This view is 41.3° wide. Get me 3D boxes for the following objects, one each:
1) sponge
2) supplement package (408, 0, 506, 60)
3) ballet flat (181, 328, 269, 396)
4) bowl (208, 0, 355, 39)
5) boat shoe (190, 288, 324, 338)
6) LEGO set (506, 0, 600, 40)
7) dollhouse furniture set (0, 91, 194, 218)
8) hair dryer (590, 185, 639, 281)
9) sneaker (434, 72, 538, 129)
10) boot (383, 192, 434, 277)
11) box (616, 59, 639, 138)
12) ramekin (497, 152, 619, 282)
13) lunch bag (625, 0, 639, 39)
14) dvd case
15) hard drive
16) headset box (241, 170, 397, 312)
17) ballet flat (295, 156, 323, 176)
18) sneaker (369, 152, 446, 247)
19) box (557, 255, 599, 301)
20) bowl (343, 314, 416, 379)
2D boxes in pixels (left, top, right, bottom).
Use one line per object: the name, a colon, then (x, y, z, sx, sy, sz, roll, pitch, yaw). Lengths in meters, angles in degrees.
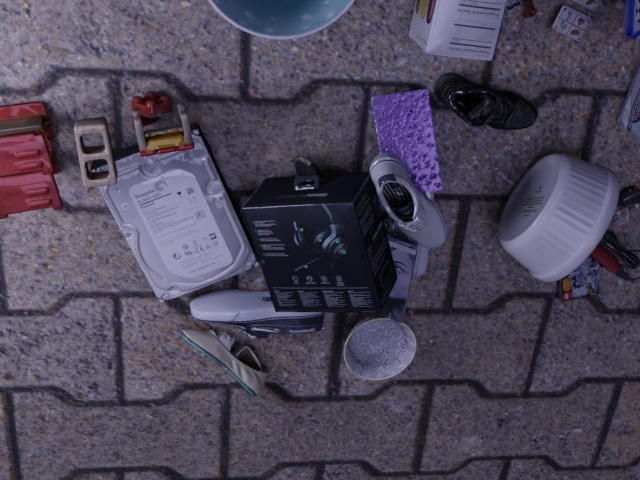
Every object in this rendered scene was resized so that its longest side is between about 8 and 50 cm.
sponge: (0.177, -0.197, 1.724, 0.117, 0.031, 0.210, -8, 100, 9)
supplement package: (0.266, -0.476, 1.581, 0.134, 0.139, 0.244, 4, 116, -12)
ballet flat: (-0.208, 0.257, 1.930, 0.086, 0.086, 0.248, -38, 118, 11)
bowl: (-0.074, -0.525, 1.488, 0.312, 0.163, 0.311, -4, 117, -8)
boat shoe: (-0.137, 0.170, 1.878, 0.301, 0.108, 0.102, -2, 116, -16)
LEGO set: (0.448, -0.517, 1.653, 0.244, 0.060, 0.182, 15, 111, -26)
dollhouse furniture set: (-0.433, -0.174, 1.602, 0.374, 0.201, 0.152, -9, 118, -11)
hair dryer: (0.613, 0.019, 1.899, 0.294, 0.080, 0.223, -16, 102, -2)
sneaker: (0.348, -0.262, 1.712, 0.228, 0.130, 0.087, 18, 115, -20)
boot: (0.169, -0.030, 1.822, 0.123, 0.095, 0.258, -4, 117, -11)
box: (0.744, -0.322, 1.735, 0.163, 0.142, 0.247, 7, 115, -13)
ramekin: (0.484, -0.059, 1.771, 0.127, 0.273, 0.273, 30, 110, -10)
lunch bag: (0.740, -0.560, 1.528, 0.328, 0.239, 0.385, 6, 77, -12)
dvd case: (0.118, 0.068, 1.837, 0.165, 0.018, 0.221, 21, 130, 17)
hard drive: (-0.295, -0.052, 1.757, 0.237, 0.064, 0.339, -20, 118, 1)
headset box: (0.000, 0.000, 1.739, 0.246, 0.131, 0.283, -3, 122, 25)
ballet flat: (0.006, -0.113, 1.789, 0.057, 0.049, 0.173, -8, 131, 48)
sneaker: (0.174, -0.057, 1.698, 0.094, 0.091, 0.258, -26, 127, 24)
box: (0.601, 0.071, 1.981, 0.094, 0.027, 0.137, -12, 118, -2)
bowl: (0.130, 0.231, 1.960, 0.170, 0.080, 0.170, -4, 118, -7)
